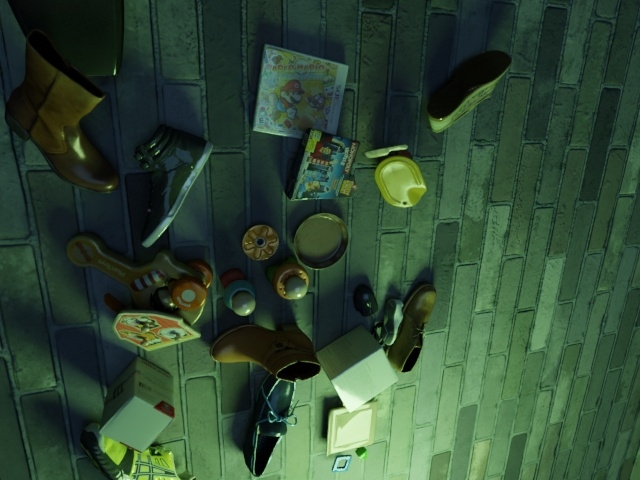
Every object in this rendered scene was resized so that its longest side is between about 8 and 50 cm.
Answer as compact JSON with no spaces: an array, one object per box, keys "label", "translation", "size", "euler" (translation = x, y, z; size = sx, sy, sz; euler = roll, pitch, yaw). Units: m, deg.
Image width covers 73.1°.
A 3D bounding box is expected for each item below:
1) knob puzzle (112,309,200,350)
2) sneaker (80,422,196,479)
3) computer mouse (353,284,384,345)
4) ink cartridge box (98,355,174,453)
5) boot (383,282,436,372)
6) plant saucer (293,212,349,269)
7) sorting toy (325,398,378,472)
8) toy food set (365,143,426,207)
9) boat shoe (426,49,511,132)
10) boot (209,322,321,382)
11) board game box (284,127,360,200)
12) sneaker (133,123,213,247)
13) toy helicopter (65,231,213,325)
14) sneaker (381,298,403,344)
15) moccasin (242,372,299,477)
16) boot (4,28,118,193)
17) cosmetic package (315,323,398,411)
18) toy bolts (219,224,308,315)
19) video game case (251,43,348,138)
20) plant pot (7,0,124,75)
[{"label":"knob puzzle","translation":[-0.424,0.225,1.067],"size":[0.213,0.030,0.213],"euler":[-2,142,-2]},{"label":"sneaker","translation":[-0.510,0.628,1.216],"size":[0.147,0.145,0.385],"euler":[-49,118,-35]},{"label":"computer mouse","translation":[0.165,0.247,1.379],"size":[0.071,0.041,0.242],"euler":[-28,115,-11]},{"label":"ink cartridge box","translation":[-0.469,0.419,1.120],"size":[0.127,0.176,0.128],"euler":[-47,116,1]},{"label":"boot","translation":[0.315,0.289,1.410],"size":[0.112,0.115,0.305],"euler":[20,97,-23]},{"label":"plant saucer","translation":[0.000,0.000,1.243],"size":[0.168,0.029,0.169],"euler":[-7,109,-20]},{"label":"sorting toy","translation":[0.104,0.630,1.479],"size":[0.195,0.047,0.348],"euler":[-5,109,-24]},{"label":"toy food set","translation":[0.223,-0.198,1.231],"size":[0.128,0.071,0.218],"euler":[-14,128,23]},{"label":"boat shoe","translation":[0.420,-0.428,1.236],"size":[0.285,0.105,0.089],"euler":[-38,154,0]},{"label":"boot","translation":[-0.150,0.323,1.183],"size":[0.283,0.220,0.109],"euler":[-1,108,-20]},{"label":"board game box","translation":[0.025,-0.190,1.163],"size":[0.194,0.060,0.194],"euler":[9,113,-26]},{"label":"sneaker","translation":[-0.387,-0.137,1.016],"size":[0.146,0.104,0.296],"euler":[29,89,-24]},{"label":"toy helicopter","translation":[-0.460,0.108,1.071],"size":[0.355,0.140,0.235],"euler":[33,102,-16]},{"label":"sneaker","translation":[0.240,0.263,1.396],"size":[0.061,0.053,0.152],"euler":[6,96,-44]},{"label":"moccasin","translation":[-0.139,0.560,1.322],"size":[0.137,0.117,0.342],"euler":[10,103,-23]},{"label":"boot","translation":[-0.477,-0.233,0.860],"size":[0.264,0.280,0.096],"euler":[51,46,-18]},{"label":"cosmetic package","translation":[0.110,0.392,1.343],"size":[0.183,0.151,0.151],"euler":[-30,115,-8]},{"label":"toy bolts","translation":[-0.160,0.093,1.140],"size":[0.228,0.158,0.218],"euler":[-31,115,-9]},{"label":"video game case","translation":[-0.051,-0.367,1.107],"size":[0.226,0.026,0.207],"euler":[5,105,-22]},{"label":"plant pot","translation":[-0.479,-0.420,0.850],"size":[0.188,0.187,0.167],"euler":[-7,121,-19]}]
